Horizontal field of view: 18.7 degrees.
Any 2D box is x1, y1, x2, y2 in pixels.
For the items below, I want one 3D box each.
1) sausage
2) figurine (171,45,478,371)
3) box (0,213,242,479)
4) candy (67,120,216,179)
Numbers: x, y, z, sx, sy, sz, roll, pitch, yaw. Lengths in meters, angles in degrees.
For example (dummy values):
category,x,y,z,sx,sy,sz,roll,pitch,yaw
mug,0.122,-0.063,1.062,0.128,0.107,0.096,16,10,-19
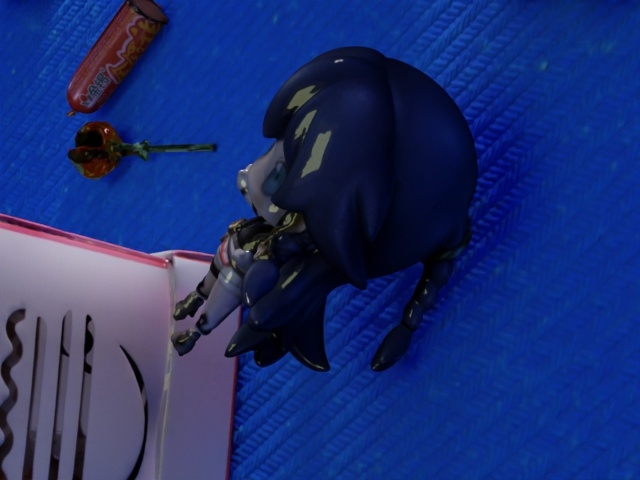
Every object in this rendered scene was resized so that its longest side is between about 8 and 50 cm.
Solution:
category,x,y,z,sx,sy,sz,roll,pitch,yaw
sausage,-0.201,-0.168,1.832,0.048,0.050,0.145,42,117,2
figurine,0.006,-0.015,1.432,0.175,0.197,0.265,66,147,36
box,-0.279,0.160,1.618,0.312,0.300,0.314,-11,70,47
candy,-0.161,-0.083,1.772,0.184,0.049,0.055,1,86,41
